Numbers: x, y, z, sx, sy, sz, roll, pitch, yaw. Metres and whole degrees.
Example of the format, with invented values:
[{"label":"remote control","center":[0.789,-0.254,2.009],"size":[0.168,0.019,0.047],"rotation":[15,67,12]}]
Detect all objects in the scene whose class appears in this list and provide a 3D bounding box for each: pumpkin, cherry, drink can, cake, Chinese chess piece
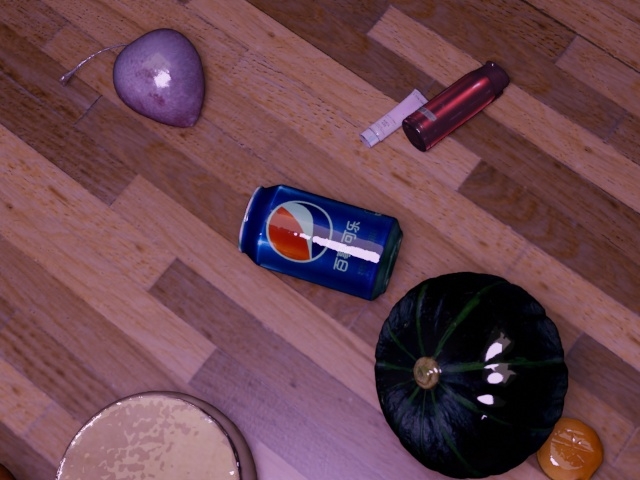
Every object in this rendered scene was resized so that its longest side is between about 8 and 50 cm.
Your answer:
[{"label":"pumpkin","center":[0.199,0.163,1.192],"size":[0.248,0.248,0.248],"rotation":[-1,71,2]},{"label":"cherry","center":[-0.250,-0.212,1.379],"size":[0.188,0.115,0.148],"rotation":[-34,112,-2]},{"label":"drink can","center":[0.000,0.000,1.288],"size":[0.205,0.118,0.118],"rotation":[16,73,8]},{"label":"cake","center":[0.312,0.267,1.227],"size":[0.084,0.044,0.084],"rotation":[-1,69,1]},{"label":"Chinese chess piece","center":[-0.201,0.309,1.197],"size":[0.250,0.103,0.249],"rotation":[-1,72,2]}]

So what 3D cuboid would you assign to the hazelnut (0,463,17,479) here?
[{"label":"hazelnut","center":[-0.415,0.365,1.135],"size":[0.229,0.229,0.229],"rotation":[-1,71,2]}]

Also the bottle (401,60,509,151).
[{"label":"bottle","center":[0.195,-0.192,1.379],"size":[0.164,0.060,0.060],"rotation":[-37,74,-10]}]

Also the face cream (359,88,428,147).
[{"label":"face cream","center":[0.107,-0.174,1.393],"size":[0.115,0.020,0.038],"rotation":[-36,72,-13]}]
